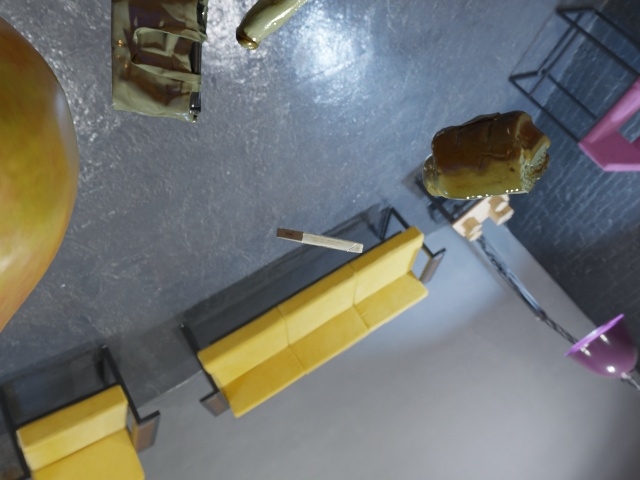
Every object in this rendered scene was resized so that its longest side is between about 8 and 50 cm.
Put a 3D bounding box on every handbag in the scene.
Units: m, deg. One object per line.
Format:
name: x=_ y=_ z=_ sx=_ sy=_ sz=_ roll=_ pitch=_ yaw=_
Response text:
handbag: x=-0.382 y=-0.447 z=1.171 sx=0.109 sy=0.253 sz=0.316 roll=-33 pitch=135 yaw=-67

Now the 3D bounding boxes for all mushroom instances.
mushroom: x=-0.088 y=-0.588 z=1.220 sx=0.312 sy=0.100 sz=0.081 roll=-32 pitch=138 yaw=23

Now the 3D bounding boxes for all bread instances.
bread: x=0.447 y=-0.244 z=1.408 sx=0.341 sy=0.210 sz=0.300 roll=-4 pitch=-160 yaw=44

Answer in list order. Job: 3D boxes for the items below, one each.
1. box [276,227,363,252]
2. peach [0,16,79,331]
box: x=0.000 y=0.000 z=1.045 sx=0.167 sy=0.090 sz=0.024 roll=11 pitch=89 yaw=-40
peach: x=-0.326 y=-0.034 z=0.343 sx=0.307 sy=0.332 sz=0.308 roll=-4 pitch=148 yaw=-3
